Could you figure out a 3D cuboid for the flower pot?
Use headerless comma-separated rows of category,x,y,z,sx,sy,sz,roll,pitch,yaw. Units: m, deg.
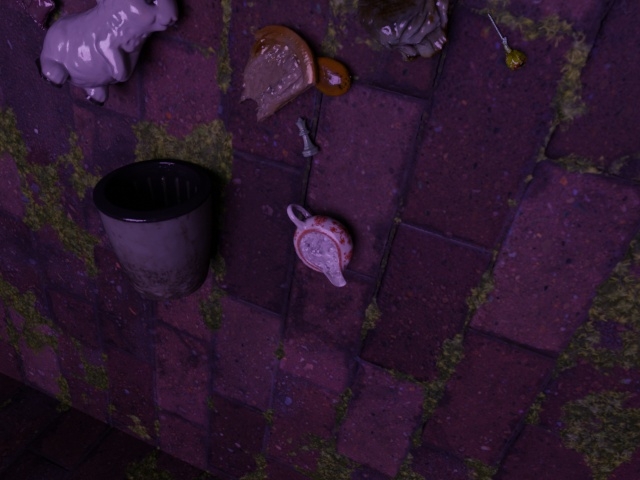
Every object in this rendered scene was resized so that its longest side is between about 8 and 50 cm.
flower pot,-0.430,-0.017,1.365,0.294,0.293,0.329,14,131,16

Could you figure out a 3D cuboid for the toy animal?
toy animal,-0.504,-0.507,1.178,0.357,0.194,0.257,-38,75,20

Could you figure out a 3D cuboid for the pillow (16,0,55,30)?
pillow,-0.760,-0.646,1.276,0.118,0.043,0.185,-31,100,41

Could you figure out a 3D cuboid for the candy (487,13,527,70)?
candy,0.355,-0.383,0.950,0.035,0.035,0.122,-28,95,46

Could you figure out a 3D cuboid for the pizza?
pizza,-0.118,-0.378,1.135,0.262,0.034,0.181,-31,88,42

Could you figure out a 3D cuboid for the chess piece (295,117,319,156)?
chess piece,-0.036,-0.251,1.194,0.042,0.042,0.093,-11,106,29

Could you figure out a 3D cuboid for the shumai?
shumai,0.167,-0.429,0.966,0.184,0.183,0.142,-6,145,27

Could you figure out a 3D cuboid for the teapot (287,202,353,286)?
teapot,0.000,0.000,1.283,0.245,0.116,0.159,45,139,-9

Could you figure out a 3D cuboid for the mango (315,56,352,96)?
mango,0.016,-0.364,1.093,0.114,0.057,0.078,28,131,17
